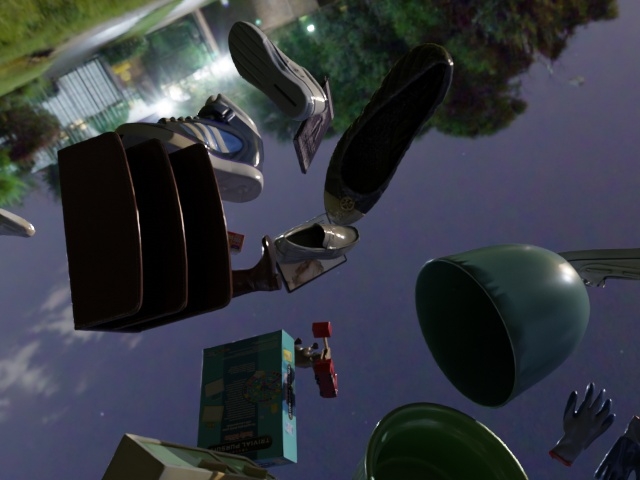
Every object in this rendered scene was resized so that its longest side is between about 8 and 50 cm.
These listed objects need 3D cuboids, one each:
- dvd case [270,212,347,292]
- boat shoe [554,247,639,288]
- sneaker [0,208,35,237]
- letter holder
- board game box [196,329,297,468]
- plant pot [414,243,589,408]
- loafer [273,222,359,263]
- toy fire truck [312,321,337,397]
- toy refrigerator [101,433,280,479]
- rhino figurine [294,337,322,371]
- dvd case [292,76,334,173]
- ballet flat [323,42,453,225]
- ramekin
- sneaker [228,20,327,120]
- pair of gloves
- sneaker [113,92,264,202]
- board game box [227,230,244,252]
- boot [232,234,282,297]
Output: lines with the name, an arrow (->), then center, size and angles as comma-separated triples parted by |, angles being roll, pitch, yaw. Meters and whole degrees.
dvd case -> -0.042, 0.037, 1.884 | 0.253, 0.180, 0.022 | -28, -173, -33
boat shoe -> 0.645, 0.069, 1.358 | 0.268, 0.088, 0.096 | -3, 170, 23
sneaker -> -0.780, -0.035, 1.354 | 0.080, 0.212, 0.094 | -171, -77, -78
letter holder -> -0.281, -0.021, 0.953 | 0.215, 0.301, 0.152 | -17, 164, 16
board game box -> -0.195, 0.428, 1.541 | 0.254, 0.079, 0.336 | -16, -126, 18
plant pot -> 0.360, 0.137, 1.118 | 0.235, 0.292, 0.293 | -19, -157, -21
loafer -> 0.000, 0.000, 1.814 | 0.320, 0.112, 0.111 | -14, 154, -35
toy fire truck -> 0.013, 0.323, 1.571 | 0.047, 0.192, 0.135 | -4, -134, 8
toy refrigerator -> -0.180, 0.364, 0.869 | 0.102, 0.269, 0.094 | 16, -104, 40
rhino figurine -> -0.053, 0.386, 1.935 | 0.106, 0.073, 0.243 | -23, -164, -37
dvd case -> -0.016, -0.317, 1.616 | 0.018, 0.164, 0.221 | 19, -111, 16
ballet flat -> 0.050, -0.085, 0.486 | 0.173, 0.058, 0.049 | -60, -171, 21
ramekin -> 0.190, 0.441, 0.972 | 0.304, 0.148, 0.303 | 15, -142, -12
sneaker -> -0.087, -0.332, 1.156 | 0.094, 0.258, 0.091 | -47, 162, 32
pair of gloves -> 0.502, 0.359, 1.032 | 0.159, 0.198, 0.023 | -53, -175, -12
sneaker -> -0.263, -0.218, 1.189 | 0.130, 0.323, 0.236 | -45, -137, 38
board game box -> -0.288, -0.010, 1.415 | 0.194, 0.045, 0.147 | 15, 173, -11
boot -> -0.134, 0.049, 1.043 | 0.114, 0.106, 0.037 | -8, -173, 16
